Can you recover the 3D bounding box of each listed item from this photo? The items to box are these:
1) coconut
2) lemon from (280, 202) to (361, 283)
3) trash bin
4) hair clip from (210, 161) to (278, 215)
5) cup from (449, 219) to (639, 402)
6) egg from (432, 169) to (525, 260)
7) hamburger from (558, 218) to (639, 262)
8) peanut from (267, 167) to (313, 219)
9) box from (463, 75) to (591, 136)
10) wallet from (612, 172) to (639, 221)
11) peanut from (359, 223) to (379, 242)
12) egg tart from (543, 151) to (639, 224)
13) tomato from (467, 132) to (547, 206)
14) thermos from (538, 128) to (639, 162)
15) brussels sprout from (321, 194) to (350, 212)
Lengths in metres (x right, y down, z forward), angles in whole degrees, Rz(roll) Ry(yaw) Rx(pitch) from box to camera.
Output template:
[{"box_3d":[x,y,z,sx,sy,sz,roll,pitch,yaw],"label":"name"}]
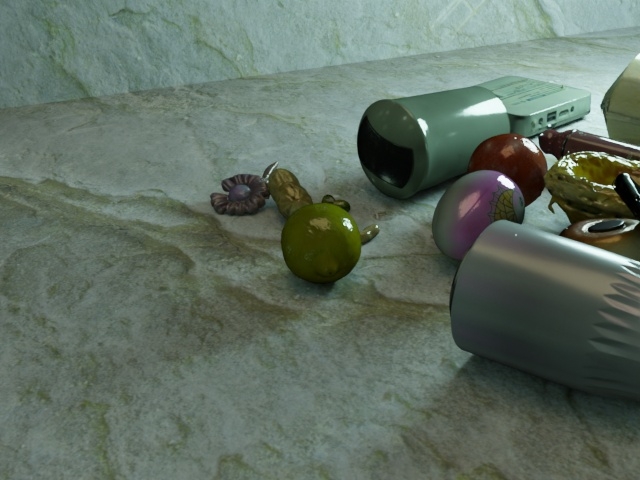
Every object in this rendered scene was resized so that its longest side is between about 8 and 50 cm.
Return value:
[{"box_3d":[0.998,-0.406,2.256,0.323,0.323,0.323,-4,26,2],"label":"coconut"},{"box_3d":[0.000,0.000,1.714,0.184,0.184,0.248,-6,27,-3],"label":"lemon"},{"box_3d":[0.312,-0.290,2.159,0.432,0.280,0.280,-19,29,-33],"label":"trash bin"},{"box_3d":[-0.191,-0.161,2.206,0.173,0.069,0.300,10,30,28],"label":"hair clip"},{"box_3d":[0.428,0.127,1.299,0.371,0.253,0.253,20,35,35],"label":"cup"},{"box_3d":[0.362,-0.052,1.748,0.196,0.196,0.271,19,50,40],"label":"egg"},{"box_3d":[0.596,0.034,1.576,0.236,0.147,0.237,-9,14,2],"label":"hamburger"},{"box_3d":[-0.085,-0.123,2.070,0.098,0.103,0.229,2,25,-21],"label":"peanut"},{"box_3d":[0.695,-0.479,2.665,0.396,0.111,0.396,-22,31,-30],"label":"box"},{"box_3d":[0.726,0.000,1.522,0.318,0.045,0.172,36,25,-17],"label":"wallet"},{"box_3d":[0.116,-0.016,1.888,0.083,0.037,0.037,-22,30,-36],"label":"peanut"},{"box_3d":[0.724,-0.098,1.806,0.387,0.169,0.388,-1,25,0],"label":"egg tart"},{"box_3d":[0.487,-0.181,1.966,0.208,0.208,0.184,-3,41,3],"label":"tomato"},{"box_3d":[0.781,-0.250,2.135,0.330,0.110,0.136,25,40,38],"label":"thermos"},{"box_3d":[0.039,-0.099,2.061,0.083,0.046,0.051,12,28,31],"label":"brussels sprout"}]
